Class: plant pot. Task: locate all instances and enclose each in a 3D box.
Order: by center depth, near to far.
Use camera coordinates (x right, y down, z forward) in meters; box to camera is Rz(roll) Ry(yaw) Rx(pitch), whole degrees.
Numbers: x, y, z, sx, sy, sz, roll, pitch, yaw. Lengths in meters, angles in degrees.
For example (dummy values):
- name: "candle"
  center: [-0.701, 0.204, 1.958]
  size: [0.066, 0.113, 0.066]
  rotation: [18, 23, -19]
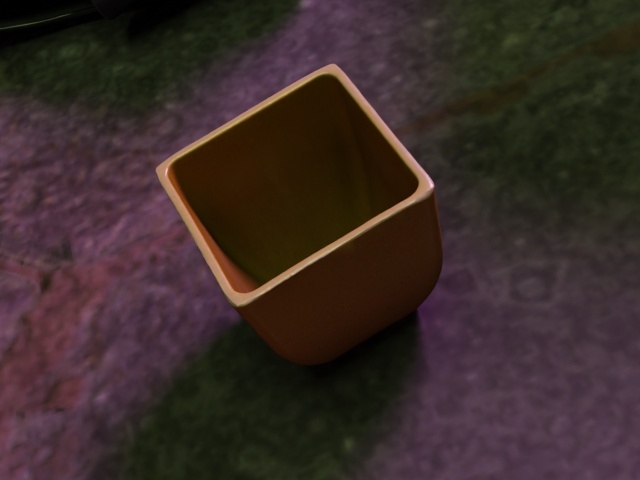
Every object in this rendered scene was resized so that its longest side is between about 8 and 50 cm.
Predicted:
- name: "plant pot"
  center: [0.000, 0.000, 0.455]
  size: [0.081, 0.083, 0.081]
  rotation: [-32, 51, -3]

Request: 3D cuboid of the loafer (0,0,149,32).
- name: "loafer"
  center: [-0.101, -0.150, 0.614]
  size: [0.223, 0.076, 0.078]
  rotation: [-7, 58, 21]
